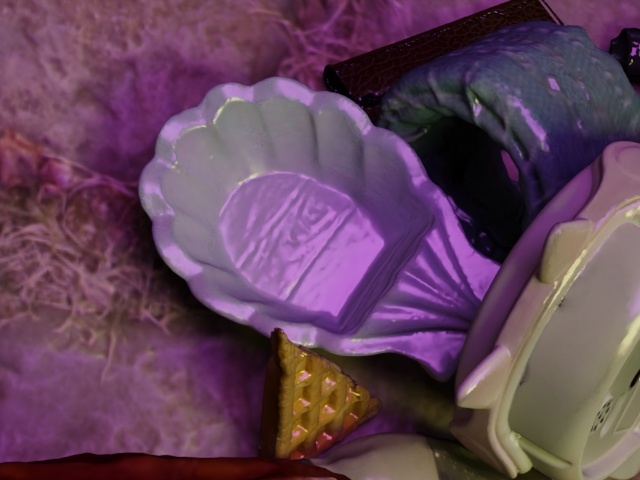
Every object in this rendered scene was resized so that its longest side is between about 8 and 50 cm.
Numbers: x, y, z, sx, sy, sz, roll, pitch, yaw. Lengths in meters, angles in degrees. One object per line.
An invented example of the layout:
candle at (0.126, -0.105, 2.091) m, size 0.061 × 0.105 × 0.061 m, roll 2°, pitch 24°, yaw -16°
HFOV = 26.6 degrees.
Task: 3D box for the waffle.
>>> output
waffle at (0.008, 0.092, 0.983) m, size 0.125 × 0.191 × 0.032 m, roll -29°, pitch 58°, yaw -29°

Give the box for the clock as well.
clock at (0.208, 0.062, 0.977) m, size 0.109 × 0.265 × 0.324 m, roll 36°, pitch 17°, yaw 27°

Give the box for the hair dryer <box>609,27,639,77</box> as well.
hair dryer at (0.425, -0.124, 1.306) m, size 0.302 × 0.116 × 0.244 m, roll 5°, pitch 64°, yaw -6°

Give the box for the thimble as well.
thimble at (0.150, -0.058, 1.087) m, size 0.143 × 0.235 × 0.198 m, roll -30°, pitch 61°, yaw -35°

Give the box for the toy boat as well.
toy boat at (0.000, 0.000, 1.053) m, size 0.290 × 0.100 × 0.199 m, roll 33°, pitch 76°, yaw 9°

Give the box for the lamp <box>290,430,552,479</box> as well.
lamp at (0.076, 0.194, 1.012) m, size 0.250 × 0.101 × 0.101 m, roll 8°, pitch 64°, yaw -22°

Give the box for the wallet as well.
wallet at (0.135, -0.139, 1.226) m, size 0.243 × 0.039 × 0.133 m, roll -22°, pitch 77°, yaw -28°

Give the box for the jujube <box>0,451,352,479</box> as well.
jujube at (-0.091, 0.253, 0.723) m, size 0.377 × 0.276 × 0.276 m, roll 2°, pitch 65°, yaw -7°
